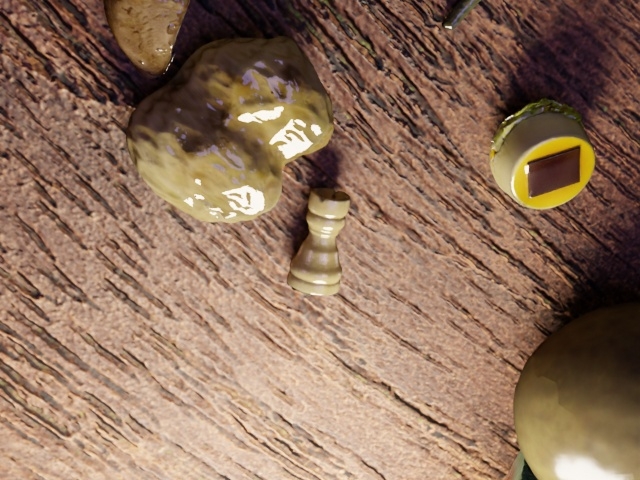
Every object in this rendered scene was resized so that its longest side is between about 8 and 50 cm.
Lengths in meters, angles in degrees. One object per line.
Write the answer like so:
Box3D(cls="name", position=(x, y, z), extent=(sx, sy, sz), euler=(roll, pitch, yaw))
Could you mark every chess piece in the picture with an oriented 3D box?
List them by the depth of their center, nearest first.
Box3D(cls="chess piece", position=(0.000, 0.000, 1.676), extent=(0.066, 0.066, 0.122), euler=(3, 111, -18))

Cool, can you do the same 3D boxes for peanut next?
Box3D(cls="peanut", position=(-0.095, -0.126, 1.553), extent=(0.197, 0.110, 0.233), euler=(39, 100, -24))

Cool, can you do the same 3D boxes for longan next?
Box3D(cls="longan", position=(0.411, 0.225, 1.787), extent=(0.319, 0.319, 0.318), euler=(-7, 118, -13))

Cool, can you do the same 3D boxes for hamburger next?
Box3D(cls="hamburger", position=(0.267, -0.108, 1.690), extent=(0.127, 0.081, 0.141), euler=(-30, 133, 2))

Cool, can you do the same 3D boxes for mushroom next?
Box3D(cls="mushroom", position=(-0.178, -0.273, 1.476), extent=(0.094, 0.072, 0.209), euler=(19, 110, -15))

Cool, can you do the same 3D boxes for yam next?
Box3D(cls="yam", position=(0.221, -0.330, 1.590), extent=(0.234, 0.029, 0.027), euler=(-48, 130, 11))

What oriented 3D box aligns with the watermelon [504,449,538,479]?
Box3D(cls="watermelon", position=(0.266, 0.417, 1.881), extent=(0.293, 0.283, 0.250), euler=(-22, 134, 20))
